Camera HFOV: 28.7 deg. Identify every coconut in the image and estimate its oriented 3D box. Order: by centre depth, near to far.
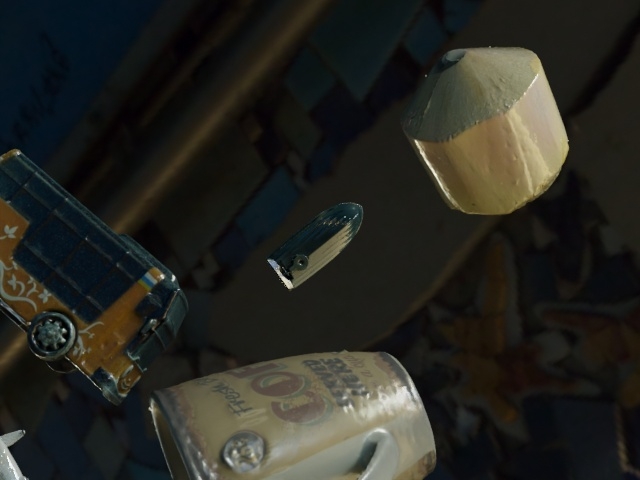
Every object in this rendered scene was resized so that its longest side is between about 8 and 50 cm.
[{"bbox_3d":[0.246,-0.183,1.919,0.239,0.244,0.239,-21,27,12],"label":"coconut"}]

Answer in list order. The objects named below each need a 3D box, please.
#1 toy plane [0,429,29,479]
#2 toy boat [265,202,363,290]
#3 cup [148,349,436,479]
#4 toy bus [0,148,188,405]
[{"bbox_3d":[-0.289,0.248,1.178,0.066,0.171,0.162,-18,-13,-9],"label":"toy plane"},{"bbox_3d":[0.000,0.000,1.576,0.141,0.055,0.060,-39,13,-13],"label":"toy boat"},{"bbox_3d":[-0.012,0.221,1.252,0.257,0.227,0.301,-22,14,-12],"label":"cup"},{"bbox_3d":[-0.288,0.043,1.401,0.167,0.275,0.138,-48,-8,-12],"label":"toy bus"}]
